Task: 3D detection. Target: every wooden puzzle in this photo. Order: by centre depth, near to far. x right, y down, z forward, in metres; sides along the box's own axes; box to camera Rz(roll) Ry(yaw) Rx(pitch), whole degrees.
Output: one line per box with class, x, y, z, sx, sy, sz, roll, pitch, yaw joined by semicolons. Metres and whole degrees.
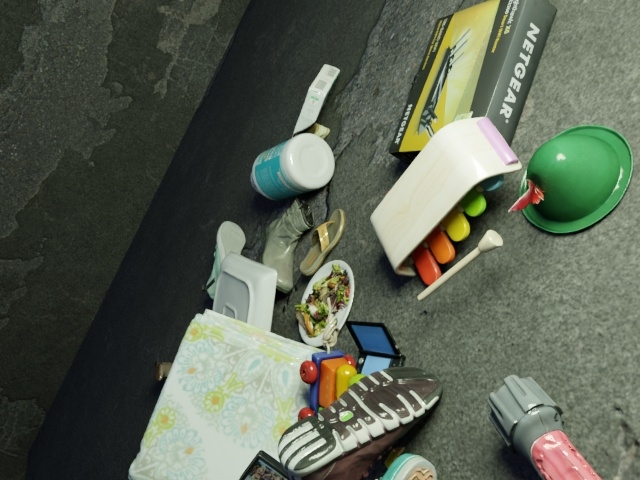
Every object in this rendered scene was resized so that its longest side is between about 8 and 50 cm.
wooden puzzle;0.112;0.319;0.964;0.078;0.014;0.116;-55;31;19

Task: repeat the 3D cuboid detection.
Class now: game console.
game console;0.086;0.209;1.026;0.122;0.071;0.107;-9;55;57

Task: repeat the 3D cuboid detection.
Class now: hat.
hat;0.308;-0.117;0.788;0.173;0.184;0.208;-58;30;13

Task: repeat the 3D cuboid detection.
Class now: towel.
towel;-0.164;0.353;1.122;0.090;0.321;0.374;55;-125;-73

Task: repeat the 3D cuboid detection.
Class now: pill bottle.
pill bottle;-0.090;-0.188;1.529;0.264;0.146;0.146;-11;60;55

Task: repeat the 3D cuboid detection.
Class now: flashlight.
flashlight;0.291;0.272;0.617;0.103;0.103;0.304;-57;31;18

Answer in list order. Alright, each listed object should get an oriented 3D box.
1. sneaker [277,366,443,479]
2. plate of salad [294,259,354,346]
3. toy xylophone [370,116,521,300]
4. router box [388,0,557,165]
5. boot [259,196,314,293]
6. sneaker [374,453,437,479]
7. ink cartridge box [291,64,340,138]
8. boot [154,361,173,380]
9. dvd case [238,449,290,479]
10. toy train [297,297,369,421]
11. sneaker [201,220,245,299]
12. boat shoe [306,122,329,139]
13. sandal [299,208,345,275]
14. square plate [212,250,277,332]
sneaker;0.069;0.316;0.890;0.106;0.281;0.162;40;144;52
plate of salad;0.002;0.133;1.245;0.200;0.048;0.199;-39;38;40
toy xylophone;0.198;-0.039;0.951;0.323;0.081;0.236;-45;55;48
router box;0.277;-0.293;1.072;0.243;0.081;0.308;9;77;59
boot;-0.078;0.002;1.447;0.161;0.083;0.246;-44;37;25
sneaker;0.067;0.442;0.853;0.121;0.108;0.302;29;95;56
ink cartridge box;-0.023;-0.363;1.609;0.181;0.056;0.224;-69;1;-49
boot;-0.471;0.413;1.774;0.042;0.087;0.118;-62;25;8
dvd case;-0.099;0.516;1.019;0.253;0.180;0.022;-56;-4;17
toy train;0.042;0.234;0.987;0.143;0.105;0.248;9;98;56
sneaker;-0.306;0.064;1.755;0.151;0.094;0.255;-47;33;35
boat shoe;-0.032;-0.270;1.609;0.153;0.048;0.056;-49;42;40
sandal;0.000;0.000;1.334;0.180;0.049;0.072;-56;29;-2
square plate;-0.218;0.217;1.459;0.344;0.049;0.347;14;96;62
